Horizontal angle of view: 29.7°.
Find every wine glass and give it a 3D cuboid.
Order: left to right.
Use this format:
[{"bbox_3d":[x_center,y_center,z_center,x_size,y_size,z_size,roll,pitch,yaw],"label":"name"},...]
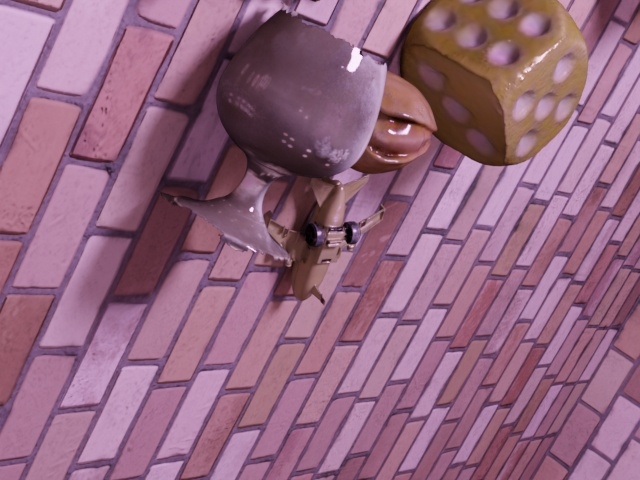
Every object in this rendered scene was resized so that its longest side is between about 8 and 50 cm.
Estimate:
[{"bbox_3d":[-0.056,-0.149,1.684,0.323,0.238,0.238,-59,150,6],"label":"wine glass"}]

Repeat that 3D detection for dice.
[{"bbox_3d":[0.291,-0.285,2.016,0.227,0.238,0.233,-43,149,-18],"label":"dice"}]

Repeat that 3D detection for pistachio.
[{"bbox_3d":[0.090,-0.182,1.871,0.293,0.181,0.162,-106,-147,-85],"label":"pistachio"}]

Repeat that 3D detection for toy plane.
[{"bbox_3d":[0.000,0.000,2.046,0.242,0.104,0.256,-6,120,-35],"label":"toy plane"}]
